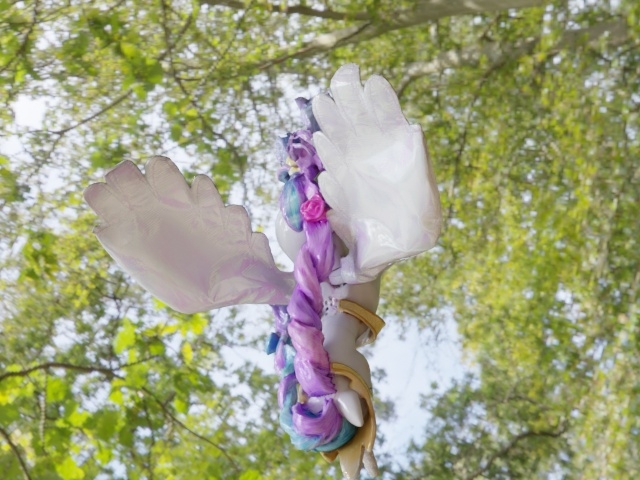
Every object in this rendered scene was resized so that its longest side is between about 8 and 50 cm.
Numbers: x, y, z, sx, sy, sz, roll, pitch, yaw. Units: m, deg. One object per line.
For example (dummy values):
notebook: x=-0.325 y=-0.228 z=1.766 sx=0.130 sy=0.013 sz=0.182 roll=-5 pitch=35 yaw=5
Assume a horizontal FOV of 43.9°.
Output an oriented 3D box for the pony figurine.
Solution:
pony figurine: x=0.000 y=0.000 z=0.771 sx=0.363 sy=0.302 sz=0.351 roll=-74 pitch=-38 yaw=-55
